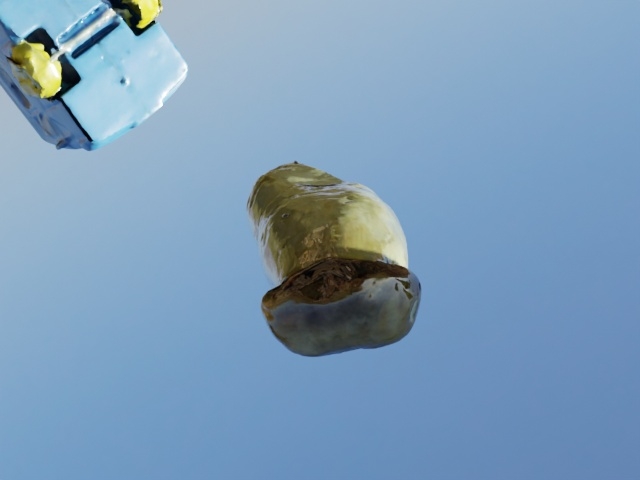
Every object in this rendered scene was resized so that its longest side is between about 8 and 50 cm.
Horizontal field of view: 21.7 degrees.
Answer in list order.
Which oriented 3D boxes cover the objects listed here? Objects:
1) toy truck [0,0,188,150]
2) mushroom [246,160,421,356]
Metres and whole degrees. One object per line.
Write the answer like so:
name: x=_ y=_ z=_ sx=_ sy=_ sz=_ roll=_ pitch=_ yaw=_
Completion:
toy truck: x=-0.292 y=-0.265 z=1.578 sx=0.161 sy=0.385 sz=0.162 roll=-42 pitch=-167 yaw=-20
mushroom: x=0.004 y=0.000 z=1.203 sx=0.107 sy=0.087 sz=0.333 roll=-5 pitch=-165 yaw=-3
